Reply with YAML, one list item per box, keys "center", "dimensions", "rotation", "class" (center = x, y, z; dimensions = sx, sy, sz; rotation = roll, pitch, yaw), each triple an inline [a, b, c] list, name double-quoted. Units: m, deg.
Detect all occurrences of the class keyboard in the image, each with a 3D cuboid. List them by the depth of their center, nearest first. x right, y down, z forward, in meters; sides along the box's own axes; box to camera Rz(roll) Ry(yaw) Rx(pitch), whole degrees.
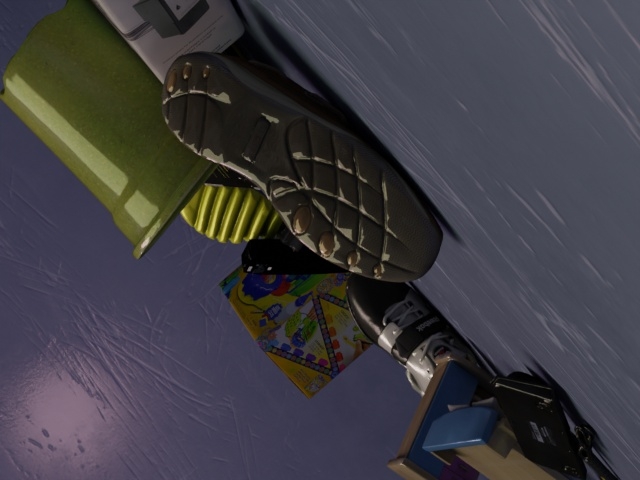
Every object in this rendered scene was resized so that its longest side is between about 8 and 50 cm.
- center: [0.262, 0.213, 1.201]
  dimensions: [0.108, 0.023, 0.180]
  rotation: [14, 149, 37]
  class: "keyboard"

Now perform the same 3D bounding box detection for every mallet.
- center: [0.292, 0.228, 1.253]
  dimensions: [0.189, 0.039, 0.062]
  rotation: [45, 176, -7]
  class: "mallet"

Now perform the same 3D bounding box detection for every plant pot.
- center: [-0.231, -0.162, 1.282]
  dimensions: [0.254, 0.276, 0.276]
  rotation: [39, 179, -6]
  class: "plant pot"

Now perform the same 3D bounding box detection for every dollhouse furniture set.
- center: [0.295, 0.282, 1.510]
  dimensions: [0.286, 0.198, 0.303]
  rotation: [36, 153, -14]
  class: "dollhouse furniture set"

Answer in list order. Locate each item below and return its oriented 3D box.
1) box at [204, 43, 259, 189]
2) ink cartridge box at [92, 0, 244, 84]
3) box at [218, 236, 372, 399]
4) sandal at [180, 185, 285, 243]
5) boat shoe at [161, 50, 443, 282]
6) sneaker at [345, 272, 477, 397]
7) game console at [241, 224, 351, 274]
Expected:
- center: [-0.184, -0.204, 1.517]
  dimensions: [0.257, 0.079, 0.322]
  rotation: [5, 144, 44]
  class: "box"
- center: [-0.200, -0.294, 1.064]
  dimensions: [0.198, 0.115, 0.273]
  rotation: [49, 178, 15]
  class: "ink cartridge box"
- center: [-0.014, 0.110, 2.137]
  dimensions: [0.177, 0.279, 0.290]
  rotation: [51, 177, -30]
  class: "box"
- center: [-0.107, -0.072, 1.802]
  dimensions: [0.318, 0.126, 0.138]
  rotation: [11, -139, -34]
  class: "sandal"
- center: [-0.005, -0.086, 1.050]
  dimensions: [0.324, 0.123, 0.116]
  rotation: [41, -150, 12]
  class: "boat shoe"
- center: [0.176, 0.168, 1.755]
  dimensions: [0.330, 0.122, 0.146]
  rotation: [51, 160, -2]
  class: "sneaker"
- center: [0.000, 0.000, 1.706]
  dimensions: [0.361, 0.213, 0.043]
  rotation: [130, 138, -71]
  class: "game console"
